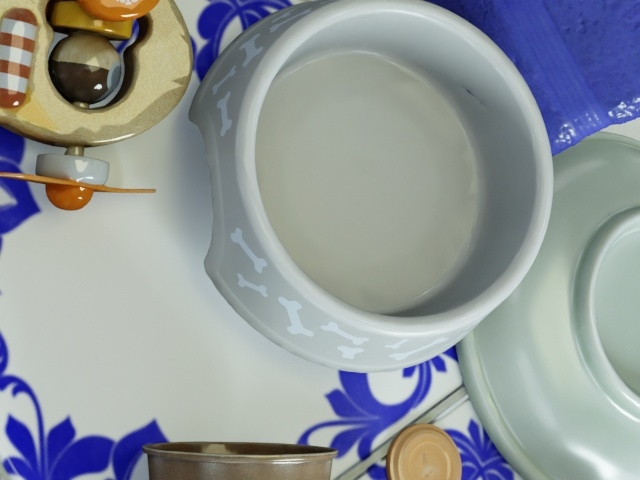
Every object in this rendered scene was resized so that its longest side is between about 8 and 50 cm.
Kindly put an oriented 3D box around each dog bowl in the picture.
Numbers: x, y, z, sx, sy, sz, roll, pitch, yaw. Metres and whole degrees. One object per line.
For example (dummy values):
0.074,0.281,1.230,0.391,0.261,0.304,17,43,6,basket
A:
0.053,-0.060,1.696,0.348,0.102,0.349,4,80,-21,dog bowl

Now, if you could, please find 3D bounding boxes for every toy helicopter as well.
-0.268,-0.112,1.578,0.355,0.140,0.235,-22,102,-23,toy helicopter

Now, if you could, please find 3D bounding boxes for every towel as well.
0.234,-0.209,1.799,0.228,0.308,0.076,59,29,-13,towel

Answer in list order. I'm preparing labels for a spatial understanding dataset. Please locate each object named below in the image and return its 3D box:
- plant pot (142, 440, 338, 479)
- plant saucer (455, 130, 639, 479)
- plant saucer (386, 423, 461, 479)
-0.070,0.256,1.601,0.167,0.167,0.165,3,88,-32,plant pot
0.319,0.079,1.908,0.400,0.100,0.400,6,78,-31,plant saucer
0.100,0.215,1.794,0.083,0.013,0.083,7,76,-31,plant saucer
